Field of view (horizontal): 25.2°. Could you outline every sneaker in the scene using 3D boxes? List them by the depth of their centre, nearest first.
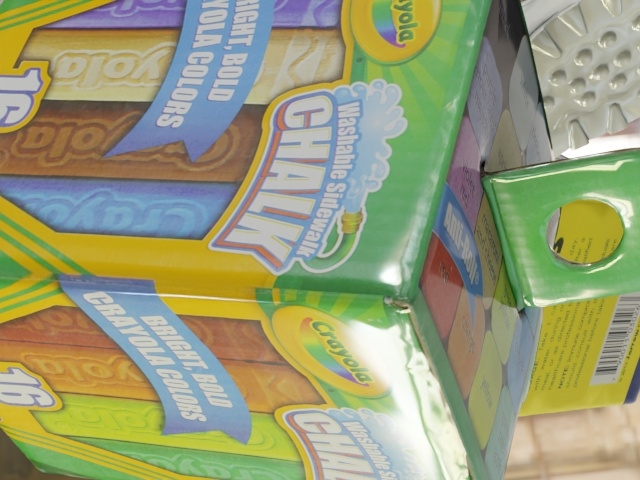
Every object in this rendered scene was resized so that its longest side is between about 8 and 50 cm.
[{"bbox_3d":[0.110,-0.095,0.759,0.090,0.235,0.094,45,-158,-35],"label":"sneaker"}]

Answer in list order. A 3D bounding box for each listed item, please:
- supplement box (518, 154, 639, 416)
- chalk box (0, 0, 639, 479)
[{"bbox_3d":[0.121,0.023,1.197,0.357,0.194,0.195,1,-71,-46],"label":"supplement box"},{"bbox_3d":[0.000,0.000,0.606,0.180,0.289,0.179,66,-145,-49],"label":"chalk box"}]
